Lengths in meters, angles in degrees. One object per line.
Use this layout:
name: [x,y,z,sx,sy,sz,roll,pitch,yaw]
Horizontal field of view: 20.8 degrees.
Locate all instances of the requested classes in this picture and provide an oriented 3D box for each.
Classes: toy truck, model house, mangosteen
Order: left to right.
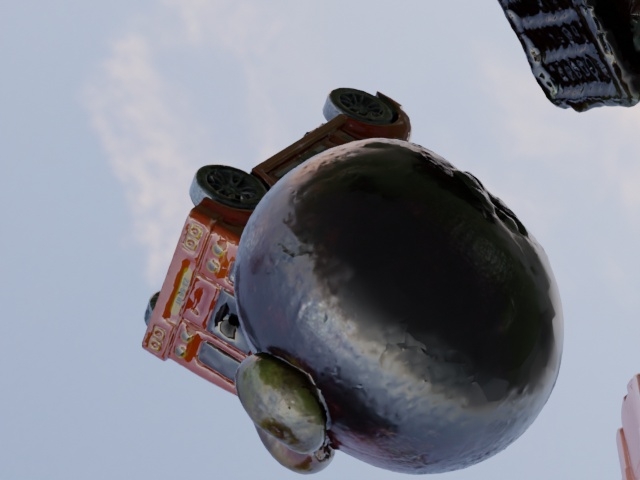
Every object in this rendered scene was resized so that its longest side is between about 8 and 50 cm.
toy truck: [0.000,0.000,1.046,0.114,0.107,0.253,30,-149,16]
mangosteen: [0.025,0.035,0.728,0.152,0.152,0.152,25,-142,-22]
model house: [0.159,-0.143,0.887,0.106,0.165,0.152,14,-95,-22]

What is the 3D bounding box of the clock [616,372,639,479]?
clock: [0.340,0.159,1.481,0.162,0.166,0.092,-2,-121,-1]
